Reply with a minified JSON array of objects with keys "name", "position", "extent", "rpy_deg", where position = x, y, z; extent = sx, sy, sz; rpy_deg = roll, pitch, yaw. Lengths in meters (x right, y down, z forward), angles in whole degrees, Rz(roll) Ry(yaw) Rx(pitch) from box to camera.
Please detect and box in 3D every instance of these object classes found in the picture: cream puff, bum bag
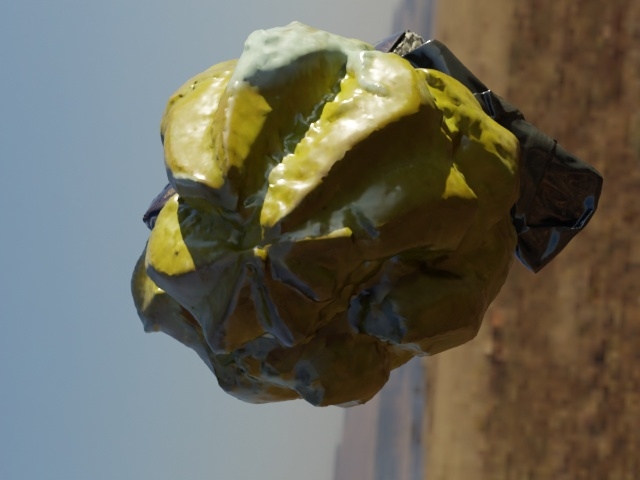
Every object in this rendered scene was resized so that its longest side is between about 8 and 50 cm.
[{"name":"cream puff","position":[0.000,0.000,1.608],"extent":[0.275,0.378,0.378],"rpy_deg":[-101,13,-62]},{"name":"bum bag","position":[0.155,-0.084,1.777],"extent":[0.123,0.248,0.060],"rpy_deg":[-52,10,0]}]

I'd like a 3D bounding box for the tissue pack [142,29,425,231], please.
[{"name":"tissue pack","position":[-0.006,-0.065,2.110],"extent":[0.370,0.198,0.210],"rpy_deg":[-23,26,45]}]
